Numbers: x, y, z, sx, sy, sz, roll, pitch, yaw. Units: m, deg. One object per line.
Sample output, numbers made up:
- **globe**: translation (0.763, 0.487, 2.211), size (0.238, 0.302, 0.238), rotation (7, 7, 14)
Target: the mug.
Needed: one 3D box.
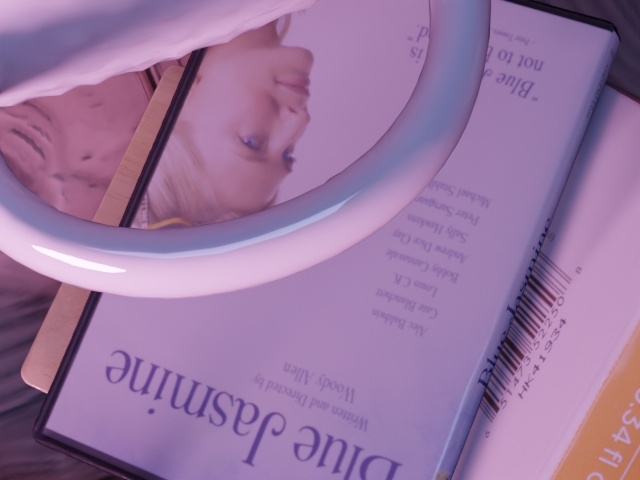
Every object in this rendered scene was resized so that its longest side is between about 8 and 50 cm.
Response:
- **mug**: translation (-0.070, -0.159, 0.644), size (0.328, 0.276, 0.374), rotation (-14, 73, -5)

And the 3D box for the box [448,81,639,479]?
- **box**: translation (0.229, 0.103, 0.757), size (0.345, 0.168, 0.215), rotation (24, 100, -18)

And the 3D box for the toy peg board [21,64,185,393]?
- **toy peg board**: translation (-0.029, 0.028, 0.804), size (0.161, 0.079, 0.161), rotation (24, 83, 5)

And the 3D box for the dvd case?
- **dvd case**: translation (0.000, 0.000, 0.731), size (0.180, 0.022, 0.253), rotation (19, 82, 21)
